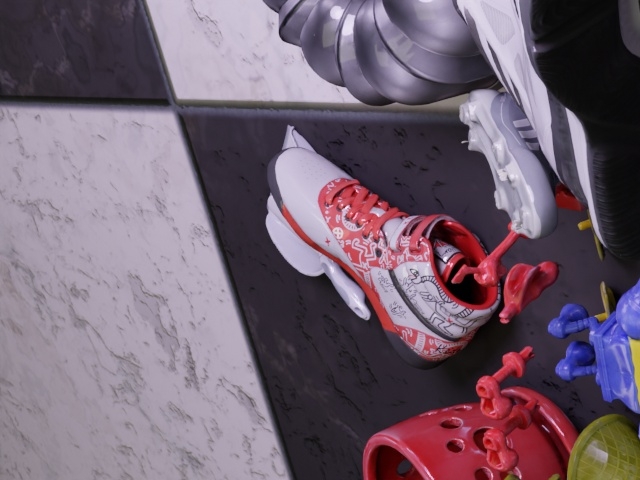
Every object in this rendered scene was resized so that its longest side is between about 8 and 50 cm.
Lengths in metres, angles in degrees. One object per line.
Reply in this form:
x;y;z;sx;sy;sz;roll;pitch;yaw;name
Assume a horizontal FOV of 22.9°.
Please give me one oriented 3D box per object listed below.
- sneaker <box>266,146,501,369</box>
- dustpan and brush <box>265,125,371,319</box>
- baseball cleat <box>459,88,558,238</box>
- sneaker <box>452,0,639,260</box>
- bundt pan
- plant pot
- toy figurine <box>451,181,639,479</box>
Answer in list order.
0.067;-0.011;1.537;0.270;0.090;0.145;53;145;7;sneaker
0.000;0.000;1.658;0.211;0.060;0.147;45;144;23;dustpan and brush
0.180;-0.075;1.279;0.206;0.109;0.072;-108;10;-54;baseball cleat
0.152;-0.200;1.078;0.257;0.169;0.447;52;168;39;sneaker
0.048;-0.257;1.349;0.331;0.124;0.331;32;136;36;bundt pan
0.158;0.239;1.494;0.191;0.174;0.191;52;155;38;plant pot
0.272;0.144;1.293;0.217;0.191;0.362;12;124;44;toy figurine
